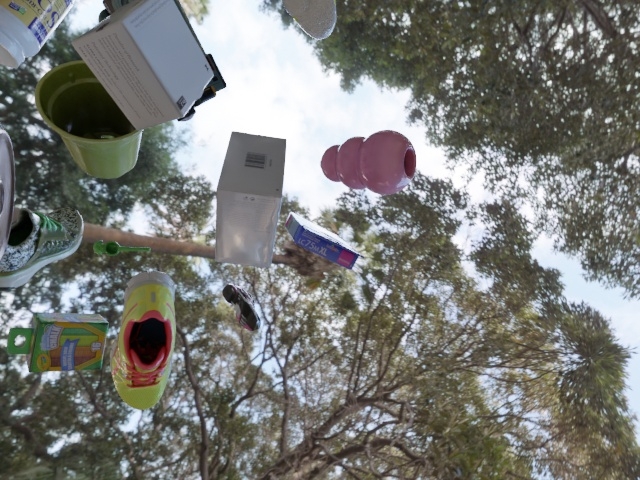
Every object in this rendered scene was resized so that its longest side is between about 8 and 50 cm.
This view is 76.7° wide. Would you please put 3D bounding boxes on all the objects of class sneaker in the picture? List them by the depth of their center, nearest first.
[{"bbox_3d":[-0.231,0.150,0.527,0.094,0.081,0.208,-133,-132,-55],"label":"sneaker"},{"bbox_3d":[-0.045,-0.487,0.744,0.091,0.240,0.126,-27,-163,10],"label":"sneaker"},{"bbox_3d":[-0.840,-0.024,1.205,0.410,0.158,0.182,-85,-160,-61],"label":"sneaker"},{"bbox_3d":[-0.236,0.206,1.301,0.072,0.077,0.178,-47,-116,22],"label":"sneaker"}]

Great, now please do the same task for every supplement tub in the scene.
[{"bbox_3d":[-1.026,-0.779,1.353,0.241,0.241,0.331,9,-111,35],"label":"supplement tub"}]

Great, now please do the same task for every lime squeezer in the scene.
[{"bbox_3d":[-0.811,0.035,1.583,0.310,0.110,0.059,2,-105,30],"label":"lime squeezer"}]

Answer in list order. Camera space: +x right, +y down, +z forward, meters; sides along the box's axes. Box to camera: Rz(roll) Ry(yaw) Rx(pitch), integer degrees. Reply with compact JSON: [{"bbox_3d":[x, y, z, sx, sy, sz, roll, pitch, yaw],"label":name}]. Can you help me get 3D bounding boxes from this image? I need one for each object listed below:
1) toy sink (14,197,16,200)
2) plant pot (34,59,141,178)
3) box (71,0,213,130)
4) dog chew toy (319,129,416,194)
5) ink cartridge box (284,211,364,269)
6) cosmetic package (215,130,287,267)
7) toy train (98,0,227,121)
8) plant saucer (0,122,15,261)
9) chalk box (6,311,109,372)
[{"bbox_3d":[-0.889,-0.076,1.003,0.234,0.131,0.153,5,-115,44],"label":"toy sink"},{"bbox_3d":[-0.634,-0.319,1.171,0.254,0.276,0.276,131,-46,-57],"label":"plant pot"},{"bbox_3d":[-0.321,-0.341,0.769,0.119,0.182,0.181,-8,-136,20],"label":"box"},{"bbox_3d":[0.142,-0.257,1.343,0.332,0.206,0.206,7,-100,35],"label":"dog chew toy"},{"bbox_3d":[0.000,0.000,1.189,0.065,0.186,0.311,-63,-165,3],"label":"ink cartridge box"},{"bbox_3d":[-0.163,-0.095,0.951,0.224,0.138,0.224,-91,-169,-45],"label":"cosmetic package"},{"bbox_3d":[-0.372,-0.461,0.973,0.142,0.334,0.190,-5,-151,46],"label":"toy train"},{"bbox_3d":[-0.336,-0.042,0.398,0.198,0.036,0.198,-13,-105,61],"label":"plant saucer"},{"bbox_3d":[-0.705,0.269,1.084,0.132,0.213,0.132,5,-94,51],"label":"chalk box"}]
